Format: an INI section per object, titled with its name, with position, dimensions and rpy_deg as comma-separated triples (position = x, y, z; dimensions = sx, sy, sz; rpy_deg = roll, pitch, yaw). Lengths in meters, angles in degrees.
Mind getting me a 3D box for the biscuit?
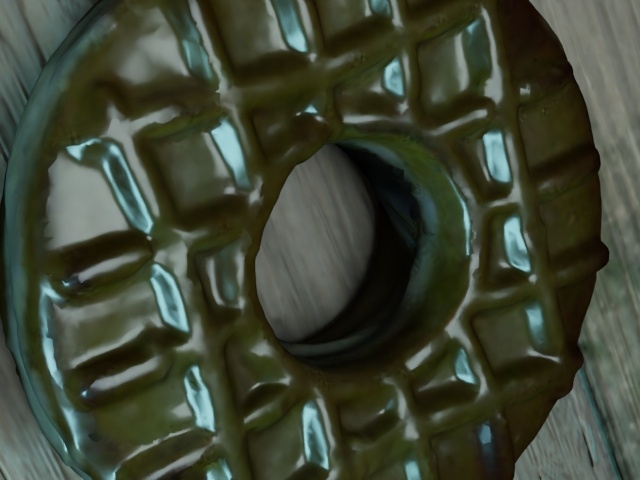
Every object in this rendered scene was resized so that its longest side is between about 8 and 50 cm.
[biscuit]
position = 0.000, 0.000, 0.693
dimensions = 0.332, 0.103, 0.332
rpy_deg = -6, 101, -30
